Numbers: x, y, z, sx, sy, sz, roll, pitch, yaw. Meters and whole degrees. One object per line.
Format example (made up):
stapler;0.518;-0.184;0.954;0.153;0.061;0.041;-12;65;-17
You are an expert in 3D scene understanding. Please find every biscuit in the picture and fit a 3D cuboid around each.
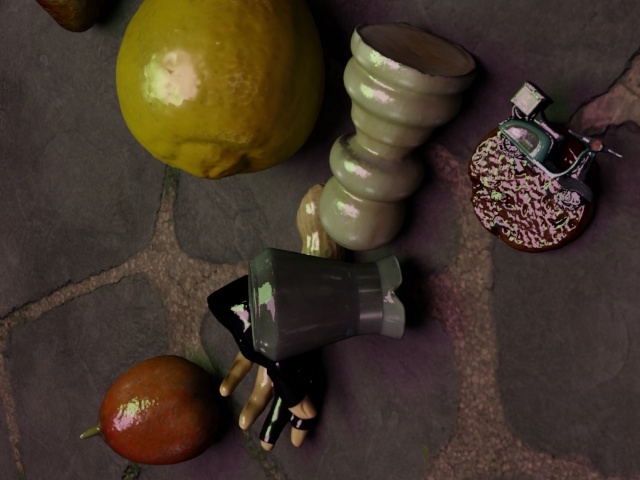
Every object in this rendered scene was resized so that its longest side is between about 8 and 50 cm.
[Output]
biscuit;0.290;-0.076;1.429;0.192;0.049;0.192;8;105;33

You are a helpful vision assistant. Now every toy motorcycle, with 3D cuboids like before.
toy motorcycle;0.304;-0.120;1.352;0.173;0.058;0.100;48;113;23

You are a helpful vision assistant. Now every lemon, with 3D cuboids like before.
lemon;-0.150;-0.262;1.604;0.348;0.348;0.347;7;100;40

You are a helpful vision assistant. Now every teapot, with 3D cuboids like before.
teapot;0.006;0.097;1.579;0.203;0.225;0.171;108;158;-71

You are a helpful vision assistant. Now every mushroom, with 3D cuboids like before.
mushroom;-0.510;-0.524;1.920;0.195;0.283;0.263;-51;35;18

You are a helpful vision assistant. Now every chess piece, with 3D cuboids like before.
chess piece;0.093;-0.136;1.528;0.182;0.182;0.330;37;125;31

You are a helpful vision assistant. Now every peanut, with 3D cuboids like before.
peanut;0.000;0.000;1.673;0.082;0.082;0.187;4;100;41

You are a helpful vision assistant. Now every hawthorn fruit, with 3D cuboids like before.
hawthorn fruit;-0.310;0.320;1.878;0.199;0.251;0.199;163;90;-71

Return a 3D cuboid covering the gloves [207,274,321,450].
gloves;-0.081;0.209;1.725;0.197;0.152;0.301;16;115;61
